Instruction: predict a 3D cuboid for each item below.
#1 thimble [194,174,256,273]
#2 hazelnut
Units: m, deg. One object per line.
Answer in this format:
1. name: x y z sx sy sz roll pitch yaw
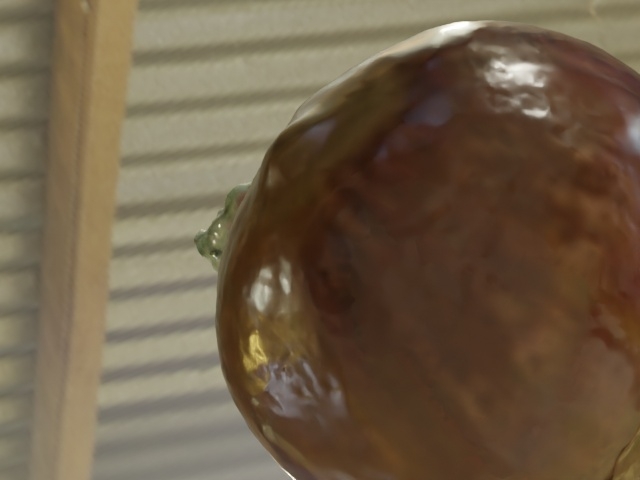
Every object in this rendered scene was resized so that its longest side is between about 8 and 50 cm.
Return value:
1. thimble: 0.000 0.000 1.610 0.211 0.149 0.185 -31 -13 -17
2. hazelnut: 0.119 0.033 1.338 0.420 0.353 0.421 -2 -72 -6
